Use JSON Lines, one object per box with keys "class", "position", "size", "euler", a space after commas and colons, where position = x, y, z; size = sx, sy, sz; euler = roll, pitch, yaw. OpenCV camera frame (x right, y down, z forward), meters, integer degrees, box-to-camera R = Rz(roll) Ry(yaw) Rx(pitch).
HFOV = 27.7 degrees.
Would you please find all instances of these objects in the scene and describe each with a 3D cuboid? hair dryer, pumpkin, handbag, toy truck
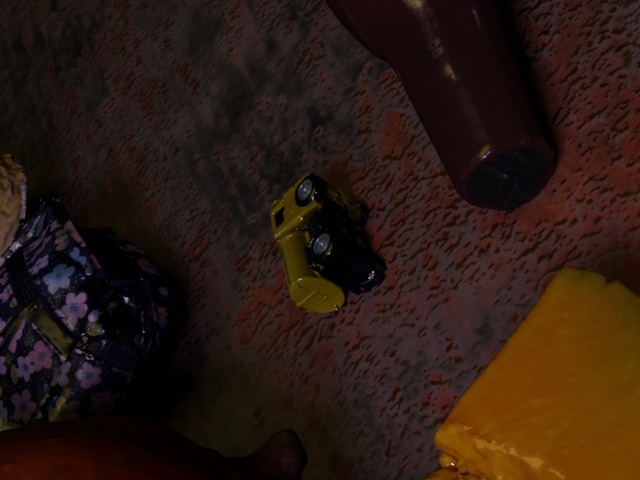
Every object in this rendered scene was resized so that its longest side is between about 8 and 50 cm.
{"class": "hair dryer", "position": [0.156, -0.215, 0.776], "size": [0.340, 0.123, 0.312], "euler": [-34, 51, 14]}
{"class": "pumpkin", "position": [0.084, 0.149, 0.556], "size": [0.248, 0.126, 0.131], "euler": [-43, 40, -8]}
{"class": "handbag", "position": [-0.202, 0.081, 0.934], "size": [0.208, 0.127, 0.229], "euler": [-50, 35, 1]}
{"class": "toy truck", "position": [0.000, 0.000, 0.819], "size": [0.054, 0.049, 0.083], "euler": [-41, 40, 25]}

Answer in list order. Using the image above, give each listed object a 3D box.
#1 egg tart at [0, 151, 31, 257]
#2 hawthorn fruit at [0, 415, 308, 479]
{"class": "egg tart", "position": [-0.312, 0.030, 1.133], "size": [0.234, 0.094, 0.234], "euler": [-31, 45, 37]}
{"class": "hawthorn fruit", "position": [-0.142, 0.227, 0.639], "size": [0.311, 0.295, 0.295], "euler": [-19, 48, 17]}
